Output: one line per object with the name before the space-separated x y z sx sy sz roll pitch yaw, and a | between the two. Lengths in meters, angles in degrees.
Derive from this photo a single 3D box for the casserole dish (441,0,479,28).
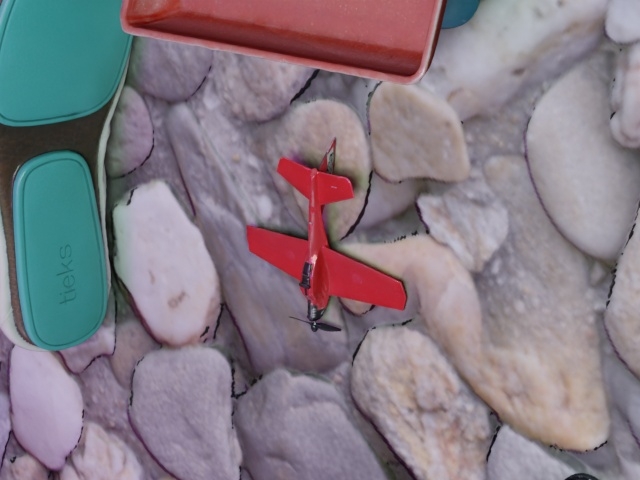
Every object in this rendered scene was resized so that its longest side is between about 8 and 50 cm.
casserole dish | 0.031 -0.201 1.171 0.188 0.037 0.114 18 117 35

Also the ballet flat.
ballet flat | -0.228 -0.103 1.385 0.139 0.139 0.400 25 122 33

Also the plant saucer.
plant saucer | 0.001 -0.239 1.127 0.258 0.047 0.259 15 93 37

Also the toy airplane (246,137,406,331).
toy airplane | 0.000 0.000 1.278 0.151 0.028 0.151 15 116 35

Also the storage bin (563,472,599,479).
storage bin | 0.178 0.264 1.183 0.180 0.084 0.122 52 132 13
